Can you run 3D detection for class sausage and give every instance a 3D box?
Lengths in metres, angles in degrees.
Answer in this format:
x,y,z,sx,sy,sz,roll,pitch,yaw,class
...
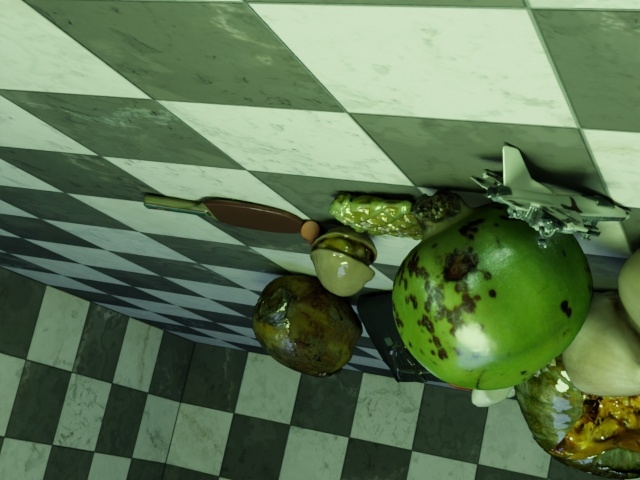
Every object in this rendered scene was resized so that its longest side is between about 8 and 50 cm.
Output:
x,y,z,sx,sy,sz,roll,pitch,yaw,class
0.000,0.000,1.717,0.034,0.034,0.129,9,168,17,sausage

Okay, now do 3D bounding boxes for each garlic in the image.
x,y,z,sx,sy,sz,roll,pitch,yaw,class
0.434,0.143,1.299,0.246,0.231,0.340,49,-174,-15,garlic

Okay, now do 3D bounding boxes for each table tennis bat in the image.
x,y,z,sx,sy,sz,roll,pitch,yaw,class
-0.156,-0.045,1.709,0.274,0.021,0.154,9,168,10,table tennis bat

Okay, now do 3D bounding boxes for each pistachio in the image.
x,y,z,sx,sy,sz,roll,pitch,yaw,class
0.036,0.027,1.647,0.113,0.113,0.149,10,156,11,pistachio

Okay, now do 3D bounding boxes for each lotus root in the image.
x,y,z,sx,sy,sz,roll,pitch,yaw,class
-0.022,0.182,2.217,0.179,0.196,0.397,2,162,23,lotus root

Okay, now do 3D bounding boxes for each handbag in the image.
x,y,z,sx,sy,sz,roll,pitch,yaw,class
0.177,0.198,2.121,0.089,0.211,0.254,-25,-176,-26,handbag

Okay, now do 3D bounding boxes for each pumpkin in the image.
x,y,z,sx,sy,sz,roll,pitch,yaw,class
0.468,0.234,1.705,0.320,0.320,0.192,14,-159,-7,pumpkin

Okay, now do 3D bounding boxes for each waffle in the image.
x,y,z,sx,sy,sz,roll,pitch,yaw,class
0.108,-0.028,1.470,0.183,0.036,0.169,6,168,32,waffle

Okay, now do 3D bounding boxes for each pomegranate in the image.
x,y,z,sx,sy,sz,roll,pitch,yaw,class
0.205,0.056,1.310,0.270,0.254,0.254,55,161,-4,pomegranate

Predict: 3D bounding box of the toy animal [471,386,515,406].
x,y,z,sx,sy,sz,roll,pitch,yaw,class
0.331,0.186,1.922,0.272,0.206,0.265,-4,-174,-17,toy animal

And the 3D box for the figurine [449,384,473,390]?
x,y,z,sx,sy,sz,roll,pitch,yaw,class
0.375,0.247,2.140,0.208,0.181,0.257,-34,-156,-35,figurine

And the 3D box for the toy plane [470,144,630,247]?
x,y,z,sx,sy,sz,roll,pitch,yaw,class
0.263,-0.033,1.181,0.234,0.082,0.160,22,-169,-36,toy plane
